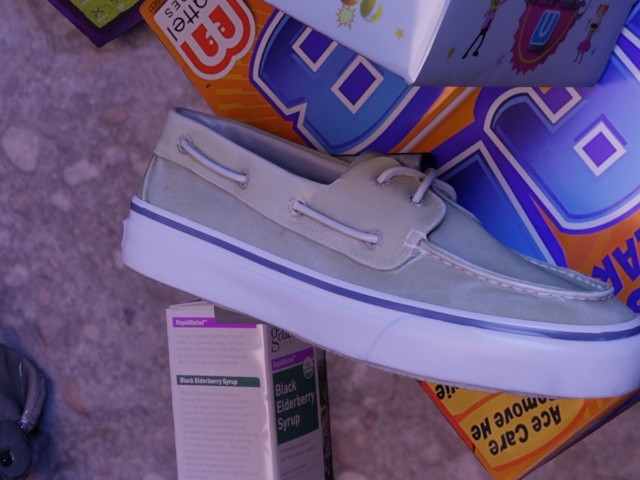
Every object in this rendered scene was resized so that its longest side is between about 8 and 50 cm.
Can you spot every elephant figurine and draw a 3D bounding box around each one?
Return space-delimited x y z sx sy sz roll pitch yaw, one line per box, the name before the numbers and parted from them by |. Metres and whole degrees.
elephant figurine | -0.320 0.167 1.438 0.239 0.186 0.169 39 152 -8

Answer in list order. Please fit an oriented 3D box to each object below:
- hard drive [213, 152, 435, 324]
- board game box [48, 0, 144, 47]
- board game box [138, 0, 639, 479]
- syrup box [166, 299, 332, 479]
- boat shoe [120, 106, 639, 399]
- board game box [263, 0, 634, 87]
hard drive | 0.000 0.000 0.905 0.135 0.022 0.094 0 97 28
board game box | -0.130 -0.294 1.231 0.347 0.056 0.208 -25 126 40
board game box | 0.191 -0.129 1.004 0.356 0.356 0.356 -44 75 25
syrup box | -0.054 0.160 1.319 0.096 0.093 0.237 0 96 28
boat shoe | 0.023 0.003 0.821 0.302 0.109 0.094 16 102 28
board game box | -0.015 -0.180 0.777 0.303 0.224 0.097 30 108 23
